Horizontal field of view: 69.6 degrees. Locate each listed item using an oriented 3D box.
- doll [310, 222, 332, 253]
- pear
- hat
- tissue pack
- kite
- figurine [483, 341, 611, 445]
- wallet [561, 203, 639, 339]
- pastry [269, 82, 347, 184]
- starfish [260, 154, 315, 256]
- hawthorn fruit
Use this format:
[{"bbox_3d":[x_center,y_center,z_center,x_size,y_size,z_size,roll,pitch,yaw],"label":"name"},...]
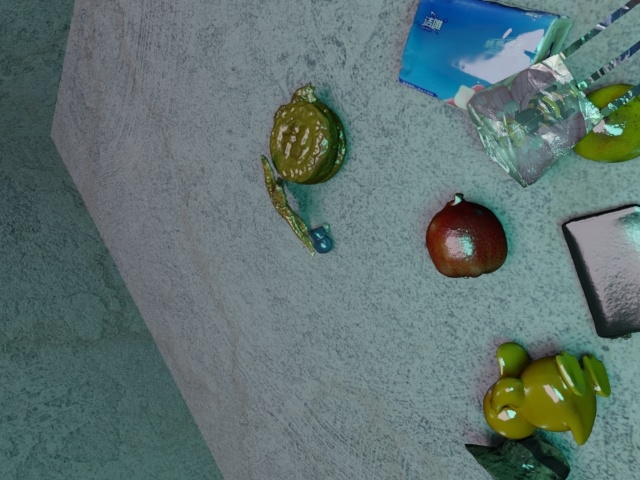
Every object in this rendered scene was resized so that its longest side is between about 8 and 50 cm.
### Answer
[{"bbox_3d":[0.000,0.000,1.369,0.076,0.050,0.083,-27,84,48],"label":"doll"},{"bbox_3d":[0.504,-0.199,0.800,0.141,0.104,0.141,19,118,41],"label":"pear"},{"bbox_3d":[0.458,0.490,1.006,0.265,0.265,0.128,38,87,30],"label":"hat"},{"bbox_3d":[0.308,-0.370,0.909,0.269,0.137,0.209,37,123,31],"label":"tissue pack"},{"bbox_3d":[0.418,-0.241,0.764,0.204,0.022,0.360,56,140,0],"label":"kite"},{"bbox_3d":[0.447,0.317,0.944,0.228,0.215,0.215,-9,95,58],"label":"figurine"},{"bbox_3d":[0.563,0.063,0.859,0.149,0.044,0.250,-21,87,40],"label":"wallet"},{"bbox_3d":[-0.038,-0.273,1.284,0.240,0.132,0.235,-30,72,37],"label":"pastry"},{"bbox_3d":[-0.108,-0.108,1.315,0.302,0.060,0.299,62,-177,-57],"label":"starfish"},{"bbox_3d":[0.314,-0.011,0.997,0.169,0.169,0.188,-1,98,43],"label":"hawthorn fruit"}]
